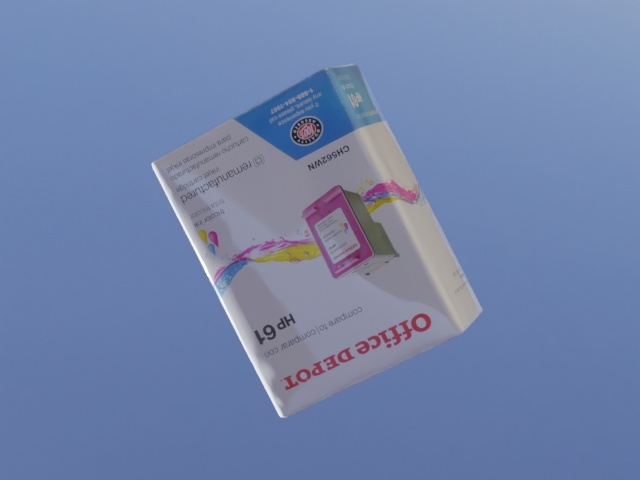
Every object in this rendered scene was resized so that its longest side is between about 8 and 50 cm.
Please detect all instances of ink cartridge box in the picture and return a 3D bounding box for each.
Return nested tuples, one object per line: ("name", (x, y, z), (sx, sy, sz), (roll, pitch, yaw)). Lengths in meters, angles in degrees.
("ink cartridge box", (0.000, 0.000, 0.621), (0.122, 0.088, 0.052), (62, -164, -1))
